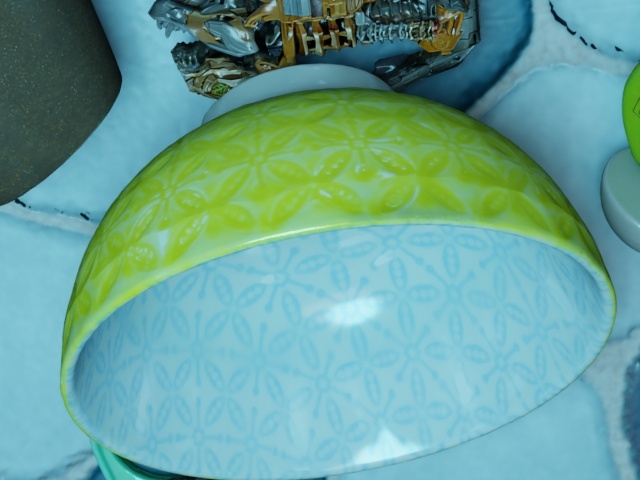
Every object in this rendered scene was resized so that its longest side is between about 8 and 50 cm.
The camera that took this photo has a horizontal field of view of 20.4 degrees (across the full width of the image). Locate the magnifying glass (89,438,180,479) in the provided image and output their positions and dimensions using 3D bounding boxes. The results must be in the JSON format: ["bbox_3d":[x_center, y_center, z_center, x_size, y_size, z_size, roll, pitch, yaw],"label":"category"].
[{"bbox_3d":[-0.096,0.172,1.079,0.092,0.026,0.231,3,104,1],"label":"magnifying glass"}]

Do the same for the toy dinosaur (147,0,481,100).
[{"bbox_3d":[0.050,-0.198,0.949,0.322,0.164,0.218,-35,115,-9],"label":"toy dinosaur"}]

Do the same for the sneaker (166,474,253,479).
[{"bbox_3d":[0.008,0.278,1.043,0.146,0.134,0.343,-37,102,11],"label":"sneaker"}]

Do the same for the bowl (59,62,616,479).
[{"bbox_3d":[0.000,0.000,0.951,0.289,0.289,0.156,-13,60,5],"label":"bowl"}]

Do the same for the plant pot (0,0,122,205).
[{"bbox_3d":[-0.219,-0.134,0.936,0.215,0.215,0.230,-38,115,10],"label":"plant pot"}]

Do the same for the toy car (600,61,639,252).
[{"bbox_3d":[0.252,-0.045,0.960,0.182,0.136,0.159,41,140,20],"label":"toy car"}]
